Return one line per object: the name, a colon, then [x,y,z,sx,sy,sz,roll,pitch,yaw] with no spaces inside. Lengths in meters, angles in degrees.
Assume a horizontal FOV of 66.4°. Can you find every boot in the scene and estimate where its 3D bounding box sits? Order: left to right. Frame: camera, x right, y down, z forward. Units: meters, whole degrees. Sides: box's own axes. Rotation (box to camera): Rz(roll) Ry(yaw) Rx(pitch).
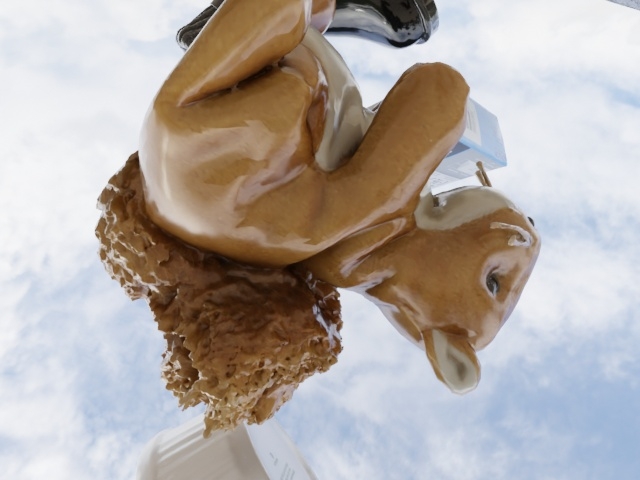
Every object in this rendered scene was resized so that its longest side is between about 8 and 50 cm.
boot: [-0.029,-0.306,0.733,0.347,0.131,0.260,35,-95,26]

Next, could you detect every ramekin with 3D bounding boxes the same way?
ramekin: [-0.082,0.315,0.582,0.127,0.273,0.273,-37,-121,-5]

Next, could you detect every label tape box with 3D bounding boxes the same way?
label tape box: [0.134,-0.158,0.925,0.347,0.249,0.115,-18,-106,38]

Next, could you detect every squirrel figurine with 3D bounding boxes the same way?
squirrel figurine: [0.000,0.000,0.487,0.397,0.370,0.281,-44,-165,14]

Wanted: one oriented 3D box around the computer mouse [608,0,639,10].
computer mouse: [0.380,-0.315,0.567,0.272,0.072,0.188,39,-150,29]
